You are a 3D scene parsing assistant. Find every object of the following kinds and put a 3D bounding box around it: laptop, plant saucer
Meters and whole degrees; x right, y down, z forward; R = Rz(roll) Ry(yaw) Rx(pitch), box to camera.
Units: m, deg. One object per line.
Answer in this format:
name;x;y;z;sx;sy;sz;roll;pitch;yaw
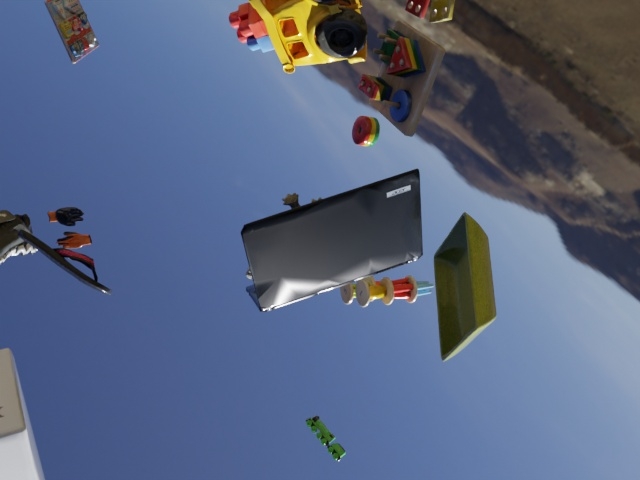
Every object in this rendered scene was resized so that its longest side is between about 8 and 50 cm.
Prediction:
laptop;0.005;-0.004;1.168;0.264;0.234;0.136;-148;41;-77
plant saucer;0.228;0.077;1.345;0.045;0.188;0.188;2;157;-8

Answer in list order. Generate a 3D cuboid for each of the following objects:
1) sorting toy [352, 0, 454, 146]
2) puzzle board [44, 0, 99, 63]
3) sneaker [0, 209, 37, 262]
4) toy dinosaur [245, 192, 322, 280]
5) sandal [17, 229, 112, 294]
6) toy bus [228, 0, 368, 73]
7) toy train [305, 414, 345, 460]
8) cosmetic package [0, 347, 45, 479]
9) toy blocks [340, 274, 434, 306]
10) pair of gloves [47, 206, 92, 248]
sorting toy;0.111;-0.245;1.232;0.046;0.274;0.132;6;-152;-28
puzzle board;-0.378;-0.332;1.320;0.128;0.011;0.096;-84;-24;-66
sneaker;-0.674;-0.008;1.788;0.078;0.106;0.234;1;-171;15
toy dinosaur;0.000;0.000;1.645;0.160;0.313;0.121;64;-154;-45
sandal;-0.413;0.029;1.417;0.179;0.040;0.067;38;163;-11
toy bus;-0.045;-0.367;1.295;0.220;0.211;0.149;65;-161;-48
toy train;0.008;0.309;1.351;0.083;0.024;0.017;49;170;20
cosmetic package;-0.478;0.385;1.148;0.230;0.453;0.161;-12;-144;-18
toy blocks;0.128;0.092;1.637;0.148;0.054;0.123;-3;-178;-23
pair of gloves;-0.477;-0.023;1.637;0.010;0.074;0.083;-63;-35;-69
